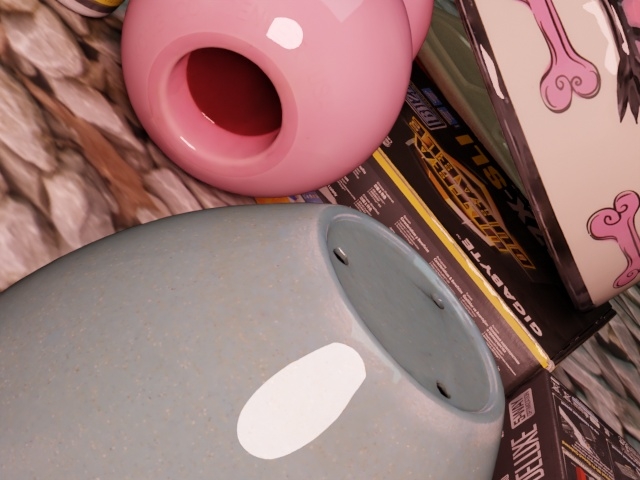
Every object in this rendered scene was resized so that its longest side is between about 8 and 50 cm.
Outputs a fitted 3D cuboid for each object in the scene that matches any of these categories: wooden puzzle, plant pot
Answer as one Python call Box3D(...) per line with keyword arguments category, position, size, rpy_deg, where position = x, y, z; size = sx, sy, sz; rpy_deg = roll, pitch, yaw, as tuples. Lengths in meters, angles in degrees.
Box3D(category="wooden puzzle", position=(0.196, -0.114, 1.818), size=(0.348, 0.080, 0.322), rpy_deg=(54, 21, 25))
Box3D(category="plant pot", position=(-0.023, 0.093, 0.864), size=(0.290, 0.195, 0.290), rpy_deg=(41, 22, -21))

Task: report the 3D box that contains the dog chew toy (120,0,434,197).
Box3D(category="dog chew toy", position=(-0.009, -0.173, 1.263), size=(0.206, 0.206, 0.332), rpy_deg=(46, 37, -9))

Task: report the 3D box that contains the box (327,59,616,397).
Box3D(category="box", position=(0.104, -0.020, 1.470), size=(0.322, 0.079, 0.257), rpy_deg=(52, 20, 8))

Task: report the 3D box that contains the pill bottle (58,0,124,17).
Box3D(category="pill bottle", position=(-0.134, -0.257, 1.251), size=(0.103, 0.184, 0.103), rpy_deg=(41, 23, -22))

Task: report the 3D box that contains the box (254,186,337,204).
Box3D(category="box", position=(0.000, 0.000, 1.298), size=(0.081, 0.028, 0.136), rpy_deg=(12, 40, -58))

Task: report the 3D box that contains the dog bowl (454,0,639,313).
Box3D(category="dog bowl", position=(0.213, -0.153, 1.402), size=(0.408, 0.150, 0.408), rpy_deg=(-19, 90, -80))

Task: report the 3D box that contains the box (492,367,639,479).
Box3D(category="box", position=(0.251, 0.269, 1.267), size=(0.307, 0.076, 0.242), rpy_deg=(41, 23, -20))
